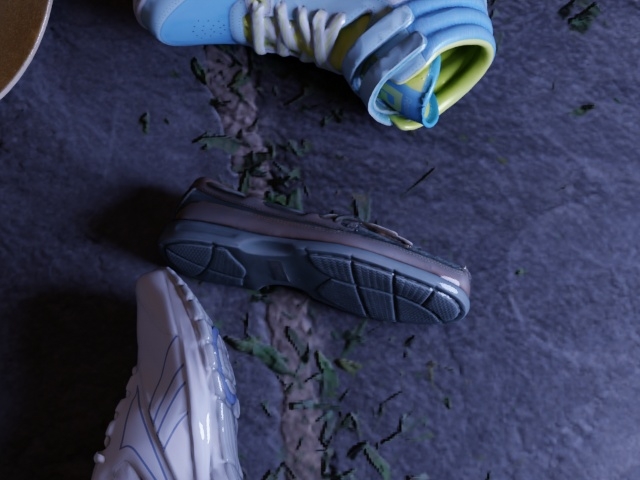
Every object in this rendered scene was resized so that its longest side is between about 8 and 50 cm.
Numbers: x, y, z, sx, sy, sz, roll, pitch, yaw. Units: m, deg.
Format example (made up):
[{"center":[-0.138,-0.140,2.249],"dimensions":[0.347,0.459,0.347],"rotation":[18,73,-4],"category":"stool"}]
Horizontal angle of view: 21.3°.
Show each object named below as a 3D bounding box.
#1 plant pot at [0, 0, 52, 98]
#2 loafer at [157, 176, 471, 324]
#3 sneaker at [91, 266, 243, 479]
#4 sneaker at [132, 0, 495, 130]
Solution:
[{"center":[-0.408,-0.249,1.509],"dimensions":[0.254,0.237,0.237],"rotation":[20,67,30],"category":"plant pot"},{"center":[0.000,0.000,1.411],"dimensions":[0.267,0.096,0.084],"rotation":[11,60,12],"category":"loafer"},{"center":[-0.123,0.158,1.337],"dimensions":[0.129,0.111,0.297],"rotation":[-13,63,4],"category":"sneaker"},{"center":[0.003,-0.179,1.478],"dimensions":[0.319,0.127,0.208],"rotation":[-13,62,0],"category":"sneaker"}]
